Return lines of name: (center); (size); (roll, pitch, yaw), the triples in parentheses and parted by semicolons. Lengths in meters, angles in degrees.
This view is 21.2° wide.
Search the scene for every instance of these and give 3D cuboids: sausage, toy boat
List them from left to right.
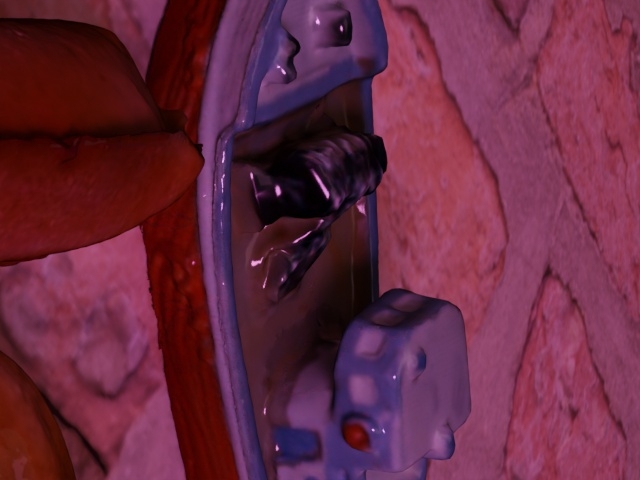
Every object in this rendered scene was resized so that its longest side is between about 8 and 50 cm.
sausage: (-0.162, -0.031, 0.608); (0.330, 0.102, 0.102); (-11, 105, -59)
toy boat: (0.000, 0.000, 0.853); (0.145, 0.133, 0.331); (-32, 122, -53)

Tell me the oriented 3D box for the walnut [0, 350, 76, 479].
walnut: (-0.144, 0.112, 0.644); (0.116, 0.116, 0.207); (-36, 132, -52)
